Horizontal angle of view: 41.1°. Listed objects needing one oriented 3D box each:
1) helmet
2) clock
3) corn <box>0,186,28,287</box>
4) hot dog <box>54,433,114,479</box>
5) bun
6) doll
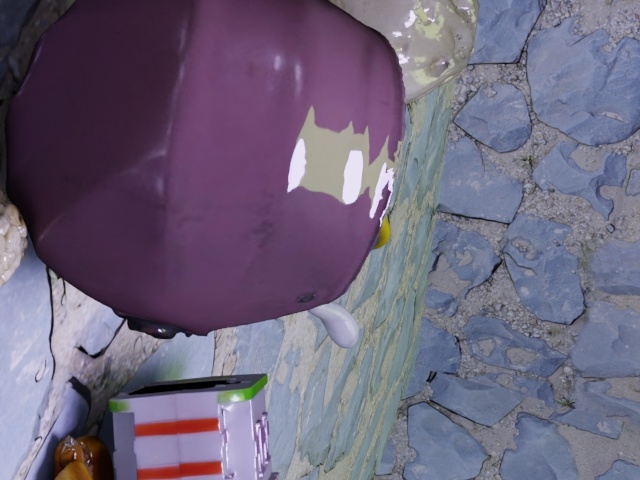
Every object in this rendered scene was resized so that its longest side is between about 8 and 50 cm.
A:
[{"bbox_3d":[-0.115,-0.072,0.605,0.197,0.338,0.271,21,73,-48],"label":"helmet"},{"bbox_3d":[-0.125,0.302,0.879,0.235,0.166,0.309,81,3,-84],"label":"clock"},{"bbox_3d":[-0.255,0.045,0.502,0.087,0.087,0.211,85,25,-51],"label":"corn"},{"bbox_3d":[-0.235,0.286,0.839,0.092,0.062,0.236,-77,170,-67],"label":"hot dog"},{"bbox_3d":[0.132,-0.379,1.320,0.362,0.234,0.326,-69,160,-51],"label":"bun"},{"bbox_3d":[-0.021,-0.019,1.280,0.311,0.159,0.242,45,70,-46],"label":"doll"}]
